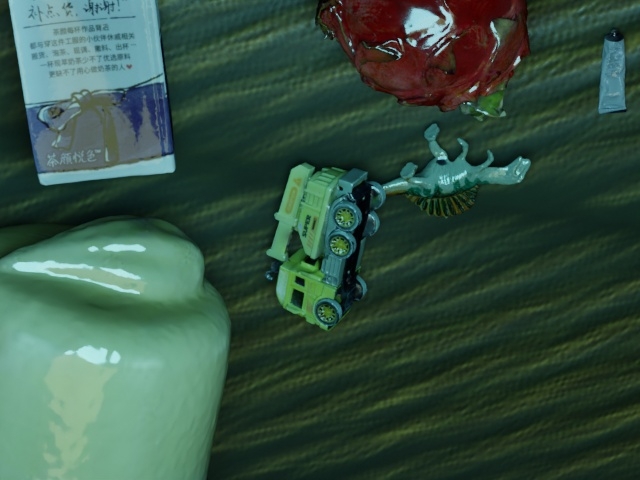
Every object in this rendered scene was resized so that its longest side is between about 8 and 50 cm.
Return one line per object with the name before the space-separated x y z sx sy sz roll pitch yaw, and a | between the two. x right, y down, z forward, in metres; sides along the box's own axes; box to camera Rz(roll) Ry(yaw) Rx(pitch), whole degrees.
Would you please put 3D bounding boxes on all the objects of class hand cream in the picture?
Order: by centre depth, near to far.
hand cream | 0.298 -0.172 1.571 0.030 0.019 0.093 -8 125 -5

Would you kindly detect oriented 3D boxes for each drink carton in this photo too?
drink carton | -0.214 -0.175 1.454 0.134 0.102 0.222 -5 118 -2

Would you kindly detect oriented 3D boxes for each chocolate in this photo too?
chocolate | -0.246 0.123 1.484 0.314 0.326 0.297 22 121 18

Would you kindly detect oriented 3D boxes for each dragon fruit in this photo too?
dragon fruit | 0.104 -0.203 1.440 0.209 0.172 0.172 25 112 -23

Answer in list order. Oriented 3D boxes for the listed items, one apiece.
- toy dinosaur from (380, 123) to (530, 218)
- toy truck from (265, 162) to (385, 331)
toy dinosaur | 0.119 -0.055 1.597 0.187 0.044 0.106 -37 129 22
toy truck | 0.000 0.000 1.583 0.100 0.077 0.169 22 121 18
